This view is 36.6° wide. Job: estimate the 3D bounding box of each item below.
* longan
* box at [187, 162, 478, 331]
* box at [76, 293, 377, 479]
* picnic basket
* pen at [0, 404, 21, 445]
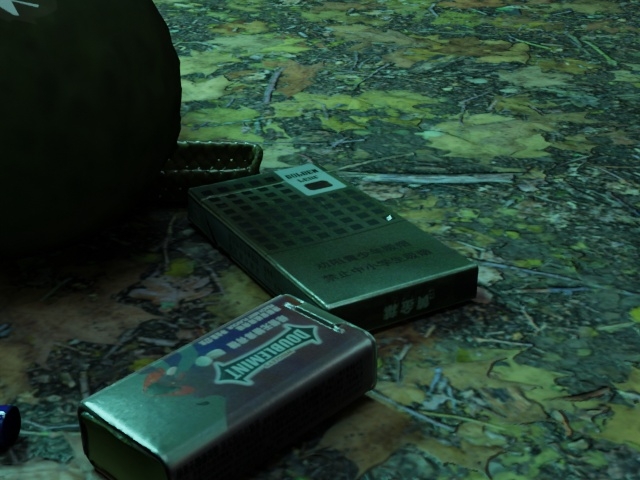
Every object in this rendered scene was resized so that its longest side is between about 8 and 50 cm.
[{"bbox_3d":[-0.343,-0.158,1.030,0.390,0.391,0.391,0,26,0],"label":"longan"},{"bbox_3d":[0.001,0.000,1.050,0.180,0.047,0.325,-14,29,-27],"label":"box"},{"bbox_3d":[-0.069,0.124,0.771,0.120,0.069,0.224,22,34,36],"label":"box"},{"bbox_3d":[-0.170,-0.085,1.218,0.193,0.055,0.110,2,27,4],"label":"picnic basket"},{"bbox_3d":[-0.376,0.143,0.774,0.268,0.033,0.033,2,26,4],"label":"pen"}]
